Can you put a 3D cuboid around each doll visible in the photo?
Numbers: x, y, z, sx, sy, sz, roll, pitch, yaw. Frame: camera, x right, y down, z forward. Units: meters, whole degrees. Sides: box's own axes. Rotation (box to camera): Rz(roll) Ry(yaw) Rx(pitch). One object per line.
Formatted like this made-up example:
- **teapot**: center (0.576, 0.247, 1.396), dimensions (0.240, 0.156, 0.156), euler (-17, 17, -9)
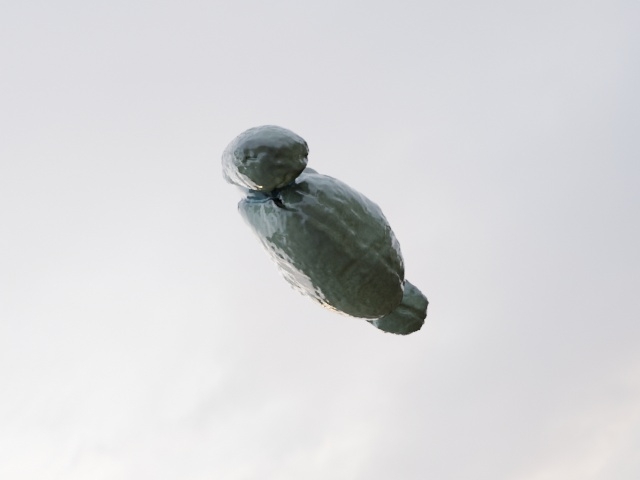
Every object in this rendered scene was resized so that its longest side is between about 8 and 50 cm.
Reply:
- **doll**: center (0.000, 0.000, 0.722), dimensions (0.214, 0.103, 0.071), euler (46, -112, -43)
